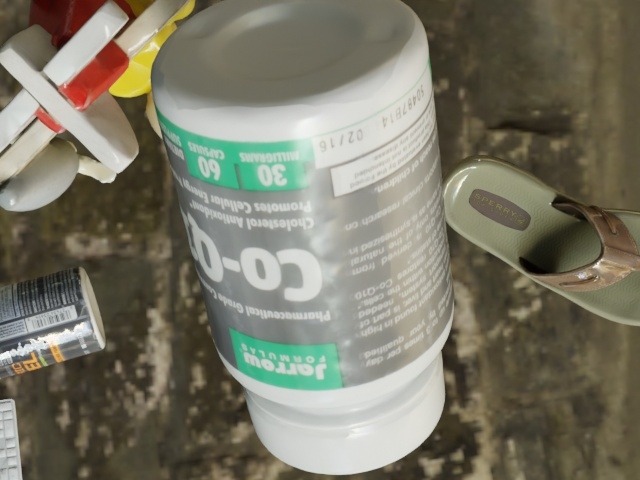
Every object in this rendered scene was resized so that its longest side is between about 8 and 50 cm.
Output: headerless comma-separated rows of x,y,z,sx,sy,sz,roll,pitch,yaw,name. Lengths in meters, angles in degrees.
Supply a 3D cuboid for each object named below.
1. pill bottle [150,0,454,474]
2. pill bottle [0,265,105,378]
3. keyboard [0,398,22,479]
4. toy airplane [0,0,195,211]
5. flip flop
0.000,0.000,1.000,0.204,0.204,0.361,46,153,49,pill bottle
-0.447,0.130,1.844,0.130,0.245,0.130,164,90,-85,pill bottle
-0.404,0.330,1.586,0.014,0.072,0.256,18,-116,-74,keyboard
-0.195,-0.177,1.254,0.386,0.272,0.384,-1,57,53,toy airplane
0.239,0.001,1.200,0.112,0.277,0.080,-65,-7,12,flip flop
